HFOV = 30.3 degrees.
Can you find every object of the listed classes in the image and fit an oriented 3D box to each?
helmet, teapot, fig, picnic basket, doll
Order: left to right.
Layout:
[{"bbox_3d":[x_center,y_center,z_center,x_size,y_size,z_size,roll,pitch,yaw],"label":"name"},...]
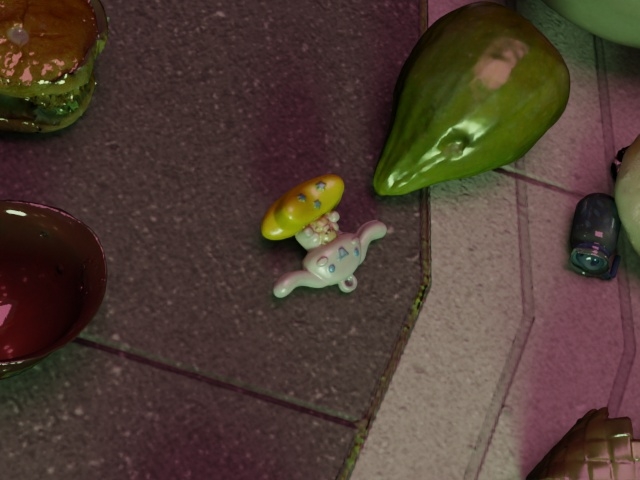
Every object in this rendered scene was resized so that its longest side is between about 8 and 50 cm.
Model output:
[{"bbox_3d":[-0.272,0.051,0.999,0.155,0.106,0.175,45,54,7],"label":"helmet"},{"bbox_3d":[-0.006,0.004,1.137,0.113,0.071,0.135,40,63,-14],"label":"doll"},{"bbox_3d":[0.154,-0.150,1.206,0.167,0.167,0.233,44,51,10],"label":"fig"},{"bbox_3d":[0.287,-0.002,1.234,0.049,0.063,0.083,5,57,23],"label":"teapot"},{"bbox_3d":[0.287,0.206,1.062,0.178,0.128,0.138,-40,80,-20],"label":"picnic basket"}]

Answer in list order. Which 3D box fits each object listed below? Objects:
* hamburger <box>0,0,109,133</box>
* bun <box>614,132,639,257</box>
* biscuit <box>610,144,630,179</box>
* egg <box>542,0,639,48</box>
[{"bbox_3d":[-0.286,-0.183,1.131,0.185,0.113,0.177,-21,63,-34],"label":"hamburger"},{"bbox_3d":[0.393,-0.047,1.220,0.183,0.102,0.183,3,84,-32],"label":"bun"},{"bbox_3d":[0.359,-0.063,1.295,0.087,0.027,0.089,19,58,-6],"label":"biscuit"},{"bbox_3d":[0.368,-0.351,1.312,0.336,0.278,0.278,38,58,0],"label":"egg"}]
